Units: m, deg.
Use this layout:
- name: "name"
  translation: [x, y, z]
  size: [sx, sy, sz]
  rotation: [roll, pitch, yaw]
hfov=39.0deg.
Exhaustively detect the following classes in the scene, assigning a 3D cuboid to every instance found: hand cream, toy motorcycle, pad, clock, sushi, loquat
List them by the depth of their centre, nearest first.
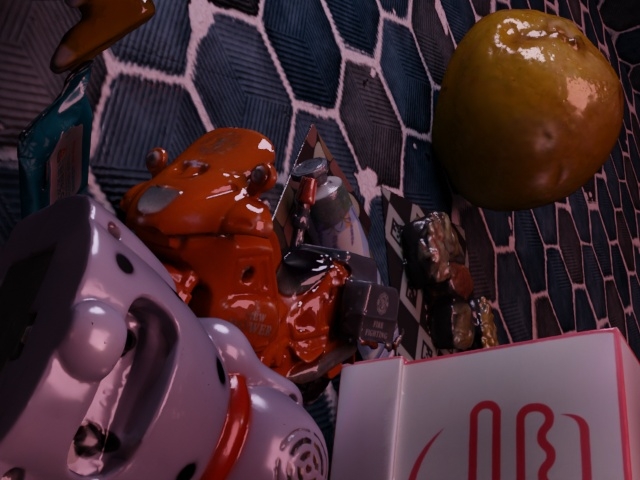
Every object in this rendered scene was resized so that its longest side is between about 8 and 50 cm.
- name: "clock"
  translation: [-0.099, 0.111, 0.551]
  size: [0.254, 0.188, 0.189]
  rotation: [38, 46, -38]
- name: "toy motorcycle"
  translation: [-0.055, 0.029, 0.752]
  size: [0.325, 0.147, 0.221]
  rotation: [16, 86, -54]
- name: "hand cream"
  translation: [0.030, 0.029, 0.979]
  size: [0.088, 0.055, 0.256]
  rotation: [-54, 131, -49]
- name: "pad"
  translation: [0.000, 0.000, 0.985]
  size: [0.158, 0.003, 0.235]
  rotation: [57, 34, -31]
- name: "sushi"
  translation: [0.183, 0.088, 1.213]
  size: [0.294, 0.059, 0.292]
  rotation: [21, 60, -57]
- name: "loquat"
  translation: [0.286, -0.185, 1.304]
  size: [0.276, 0.284, 0.276]
  rotation: [25, 39, -21]

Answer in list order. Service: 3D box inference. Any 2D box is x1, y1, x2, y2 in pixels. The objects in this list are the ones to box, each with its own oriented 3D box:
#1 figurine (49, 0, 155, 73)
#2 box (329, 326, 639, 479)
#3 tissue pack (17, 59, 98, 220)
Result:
- name: "figurine"
  translation: [-0.205, -0.305, 0.522]
  size: [0.387, 0.268, 0.401]
  rotation: [52, 0, -9]
- name: "box"
  translation: [0.202, 0.302, 0.899]
  size: [0.314, 0.300, 0.312]
  rotation: [46, 41, -42]
- name: "tissue pack"
  translation: [-0.178, -0.051, 0.602]
  size: [0.138, 0.027, 0.085]
  rotation: [107, 7, -49]
